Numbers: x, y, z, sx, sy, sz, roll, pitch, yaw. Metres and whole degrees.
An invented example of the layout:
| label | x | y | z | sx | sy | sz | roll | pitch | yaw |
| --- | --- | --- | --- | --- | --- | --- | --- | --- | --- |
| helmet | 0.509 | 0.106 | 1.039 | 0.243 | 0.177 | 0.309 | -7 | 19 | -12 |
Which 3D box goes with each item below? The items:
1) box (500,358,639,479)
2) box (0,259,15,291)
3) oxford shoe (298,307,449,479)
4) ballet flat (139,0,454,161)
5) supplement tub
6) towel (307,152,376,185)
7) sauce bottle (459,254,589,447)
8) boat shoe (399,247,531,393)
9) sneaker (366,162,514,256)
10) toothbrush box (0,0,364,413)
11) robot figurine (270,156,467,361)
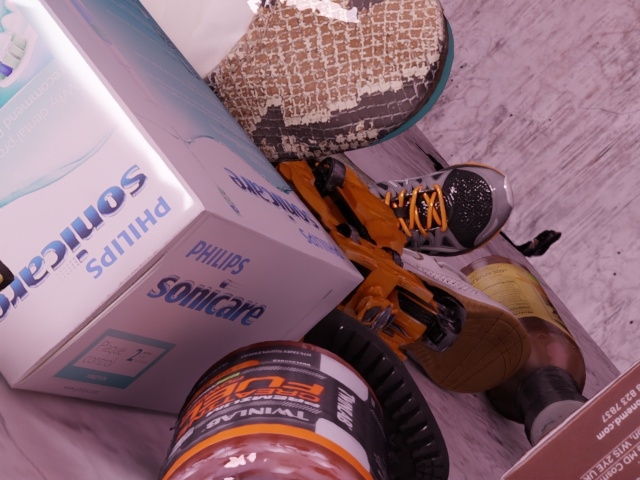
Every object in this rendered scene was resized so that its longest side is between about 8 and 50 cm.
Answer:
| label | x | y | z | sx | sy | sz | roll | pitch | yaw |
| --- | --- | --- | --- | --- | --- | --- | --- | --- | --- |
| box | 0.291 | 0.258 | 0.955 | 0.381 | 0.143 | 0.191 | 55 | 12 | 31 |
| box | -0.188 | 0.010 | 0.544 | 0.087 | 0.058 | 0.232 | 48 | 9 | 2 |
| oxford shoe | 0.001 | 0.075 | 1.039 | 0.227 | 0.083 | 0.096 | 49 | 5 | 5 |
| ballet flat | -0.116 | -0.165 | 1.088 | 0.182 | 0.164 | 0.483 | 26 | 0 | -35 |
| supplement tub | -0.020 | 0.117 | 0.700 | 0.106 | 0.106 | 0.198 | 46 | 9 | -9 |
| towel | -0.080 | -0.149 | 1.676 | 0.324 | 0.056 | 0.312 | 36 | 8 | -42 |
| sauce bottle | 0.214 | 0.124 | 1.688 | 0.111 | 0.111 | 0.344 | 44 | 12 | -20 |
| boat shoe | 0.100 | 0.058 | 1.483 | 0.277 | 0.098 | 0.096 | 34 | 17 | -48 |
| sneaker | 0.076 | -0.021 | 1.488 | 0.083 | 0.215 | 0.084 | 3 | 76 | -60 |
| toothbrush box | -0.139 | -0.062 | 0.840 | 0.295 | 0.126 | 0.216 | 50 | 9 | 20 |
| robot figurine | 0.000 | 0.000 | 1.265 | 0.211 | 0.085 | 0.291 | 28 | 17 | -27 |
